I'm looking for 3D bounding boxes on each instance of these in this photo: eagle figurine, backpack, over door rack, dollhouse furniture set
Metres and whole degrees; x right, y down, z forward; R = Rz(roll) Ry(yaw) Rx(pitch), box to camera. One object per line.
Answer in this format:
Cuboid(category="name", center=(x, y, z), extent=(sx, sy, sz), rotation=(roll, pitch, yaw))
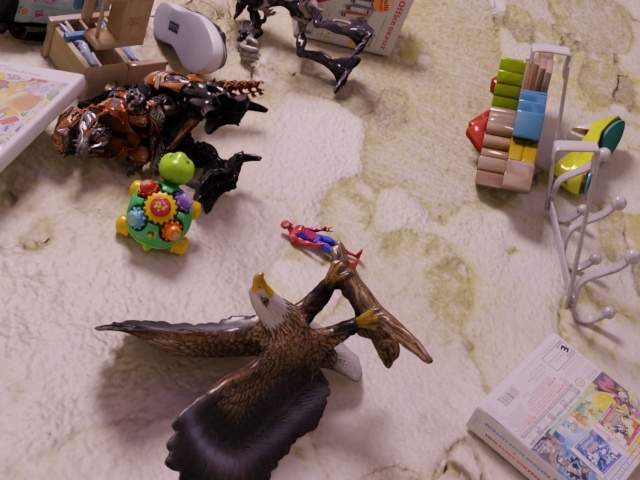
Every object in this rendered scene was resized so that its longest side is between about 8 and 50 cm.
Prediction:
Cuboid(category="eagle figurine", center=(-0.069, 0.123, 1.264), extent=(0.298, 0.225, 0.226), rotation=(-30, 15, -12))
Cuboid(category="backpack", center=(-0.389, -0.364, 1.655), extent=(0.182, 0.115, 0.152), rotation=(0, 43, -30))
Cuboid(category="over door rack", center=(0.364, -0.078, 1.562), extent=(0.108, 0.324, 0.239), rotation=(-9, 41, 8))
Cuboid(category="dollhouse furniture set", center=(-0.287, -0.301, 1.581), extent=(0.129, 0.183, 0.129), rotation=(-15, 54, -37))

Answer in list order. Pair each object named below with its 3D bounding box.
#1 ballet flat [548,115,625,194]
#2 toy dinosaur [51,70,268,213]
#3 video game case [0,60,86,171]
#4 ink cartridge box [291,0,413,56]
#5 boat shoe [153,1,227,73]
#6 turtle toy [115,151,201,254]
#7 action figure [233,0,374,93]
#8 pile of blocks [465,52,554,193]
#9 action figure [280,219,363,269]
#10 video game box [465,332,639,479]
Cuboid(category="ballet flat", center=(0.432, -0.151, 1.865), extent=(0.077, 0.077, 0.231), rotation=(20, 39, 21))
Cuboid(category="toy dinosaur", center=(-0.195, -0.173, 1.527), extent=(0.218, 0.164, 0.322), rotation=(30, 59, 31))
Cuboid(category="video game case", center=(-0.439, -0.165, 1.432), extent=(0.206, 0.026, 0.227), rotation=(11, 38, 14))
Cuboid(category="ink cartridge box", center=(0.051, -0.409, 1.909), extent=(0.176, 0.128, 0.127), rotation=(10, 42, -16))
Cuboid(category="boat shoe", center=(-0.177, -0.297, 1.689), extent=(0.076, 0.080, 0.228), rotation=(7, 17, -32))
Cuboid(category="turtle toy", center=(-0.195, -0.048, 1.414), extent=(0.095, 0.066, 0.130), rotation=(20, 73, -5))
Cuboid(category="action figure", center=(-0.057, -0.356, 1.779), extent=(0.276, 0.164, 0.141), rotation=(33, 36, 2))
Cuboid(category="pile of blocks", center=(0.294, -0.205, 1.792), extent=(0.113, 0.149, 0.362), rotation=(11, 38, 7))
Cuboid(category="action figure", center=(0.000, 0.000, 1.518), extent=(0.115, 0.030, 0.038), rotation=(22, 45, 1))
Cuboid(category="video game box", center=(0.308, 0.227, 1.406), extent=(0.187, 0.048, 0.205), rotation=(38, 42, 19))
